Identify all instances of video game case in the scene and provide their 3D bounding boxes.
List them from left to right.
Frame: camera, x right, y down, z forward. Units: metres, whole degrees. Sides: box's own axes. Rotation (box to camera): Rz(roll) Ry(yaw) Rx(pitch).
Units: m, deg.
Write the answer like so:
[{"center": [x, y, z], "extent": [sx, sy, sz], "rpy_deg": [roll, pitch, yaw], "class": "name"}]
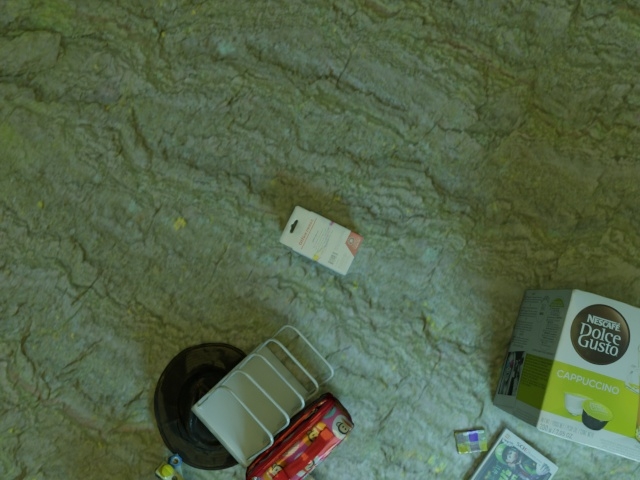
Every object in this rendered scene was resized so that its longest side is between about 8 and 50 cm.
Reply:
[{"center": [0.502, 0.621, 1.823], "extent": [0.173, 0.022, 0.190], "rpy_deg": [36, 86, 2], "class": "video game case"}]

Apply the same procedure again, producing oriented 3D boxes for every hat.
[{"center": [-0.284, 0.432, 1.769], "extent": [0.330, 0.134, 0.332], "rpy_deg": [0, 86, 0], "class": "hat"}]

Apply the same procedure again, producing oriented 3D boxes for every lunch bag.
[{"center": [-0.050, 0.512, 1.702], "extent": [0.293, 0.258, 0.120], "rpy_deg": [-42, 87, -4], "class": "lunch bag"}]

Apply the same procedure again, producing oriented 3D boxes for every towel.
[{"center": [0.399, 0.532, 1.834], "extent": [0.083, 0.009, 0.060], "rpy_deg": [-5, 85, -1], "class": "towel"}]

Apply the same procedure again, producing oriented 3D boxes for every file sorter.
[{"center": [-0.131, 0.366, 1.687], "extent": [0.193, 0.173, 0.277], "rpy_deg": [47, 45, 3], "class": "file sorter"}]

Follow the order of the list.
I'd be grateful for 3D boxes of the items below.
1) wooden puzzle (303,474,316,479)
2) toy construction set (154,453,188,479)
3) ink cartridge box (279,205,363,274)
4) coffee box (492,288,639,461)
[{"center": [-0.048, 0.815, 1.773], "extent": [0.348, 0.080, 0.322], "rpy_deg": [-44, 87, 0], "class": "wooden puzzle"}, {"center": [-0.334, 0.707, 1.701], "extent": [0.328, 0.151, 0.215], "rpy_deg": [45, 50, 9], "class": "toy construction set"}, {"center": [0.000, 0.000, 1.843], "extent": [0.198, 0.067, 0.115], "rpy_deg": [27, 85, 0], "class": "ink cartridge box"}, {"center": [0.668, 0.318, 1.693], "extent": [0.337, 0.338, 0.335], "rpy_deg": [17, 85, 0], "class": "coffee box"}]
